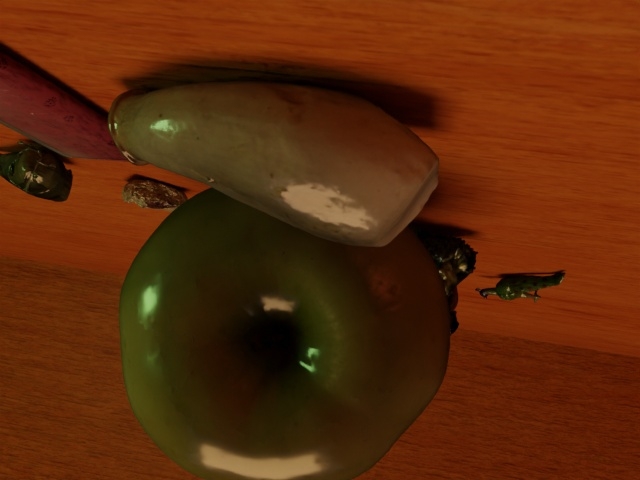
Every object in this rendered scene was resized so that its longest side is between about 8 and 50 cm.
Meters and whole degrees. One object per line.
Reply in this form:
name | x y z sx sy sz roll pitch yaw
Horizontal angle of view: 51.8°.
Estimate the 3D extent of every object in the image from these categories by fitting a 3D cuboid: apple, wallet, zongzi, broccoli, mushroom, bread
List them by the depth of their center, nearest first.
mushroom | -0.046 -0.073 0.497 0.270 0.103 0.118 18 168 10
wallet | -0.266 -0.121 0.614 0.119 0.025 0.232 7 170 19
apple | -0.035 0.091 0.726 0.357 0.357 0.357 9 170 2
zongzi | -0.375 -0.094 0.813 0.119 0.055 0.109 22 167 -4
broccoli | 0.136 0.068 0.897 0.160 0.167 0.154 54 165 -2
bread | -0.228 -0.059 0.905 0.083 0.035 0.070 12 172 -31

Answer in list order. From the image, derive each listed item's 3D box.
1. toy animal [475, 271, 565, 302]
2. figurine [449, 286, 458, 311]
toy animal | 0.360 0.080 1.123 0.075 0.041 0.217 15 164 -23
figurine | 0.145 0.060 1.065 0.157 0.126 0.114 47 -168 -34
